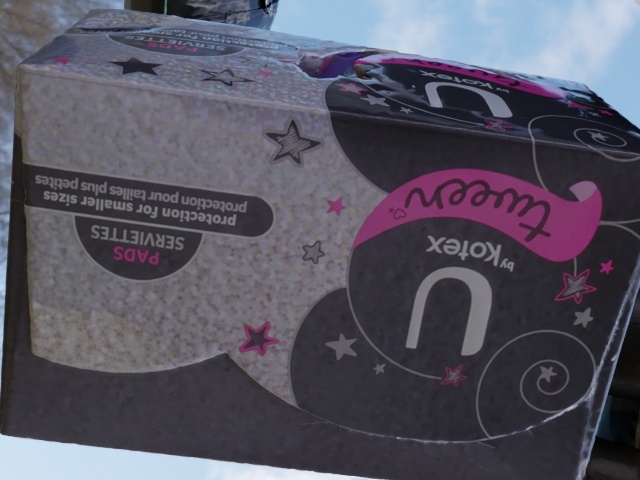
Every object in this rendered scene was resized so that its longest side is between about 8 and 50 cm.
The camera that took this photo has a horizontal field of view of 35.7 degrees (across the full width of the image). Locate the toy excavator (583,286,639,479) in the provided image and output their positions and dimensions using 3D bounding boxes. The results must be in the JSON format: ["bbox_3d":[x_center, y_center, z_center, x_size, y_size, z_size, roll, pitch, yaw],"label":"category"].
[{"bbox_3d":[0.380,0.088,0.998,0.222,0.445,0.433,10,-86,11],"label":"toy excavator"}]

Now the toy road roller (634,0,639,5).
[{"bbox_3d":[0.508,-0.303,1.080,0.329,0.202,0.241,-2,-94,37],"label":"toy road roller"}]

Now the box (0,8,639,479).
[{"bbox_3d":[0.000,0.000,0.441,0.247,0.142,0.163,8,-69,-5],"label":"box"}]

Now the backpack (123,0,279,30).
[{"bbox_3d":[-0.144,-0.310,1.212,0.144,0.188,0.166,35,-51,41],"label":"backpack"}]
